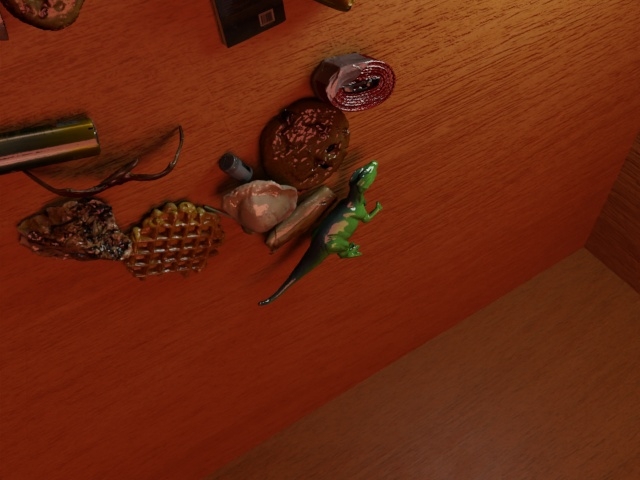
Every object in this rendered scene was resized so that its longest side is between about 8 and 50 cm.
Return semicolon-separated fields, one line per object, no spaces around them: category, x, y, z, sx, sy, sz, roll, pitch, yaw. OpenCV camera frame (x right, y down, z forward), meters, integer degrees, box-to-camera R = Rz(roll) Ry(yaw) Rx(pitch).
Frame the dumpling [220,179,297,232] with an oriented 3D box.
dumpling;-0.148;-0.104;1.558;0.179;0.131;0.252;-37;146;22

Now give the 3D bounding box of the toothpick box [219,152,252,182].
toothpick box;-0.224;-0.191;1.476;0.052;0.052;0.083;-44;146;9

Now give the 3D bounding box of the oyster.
oyster;-0.593;-0.005;1.341;0.222;0.083;0.214;-24;141;-8

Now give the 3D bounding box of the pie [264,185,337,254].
pie;-0.068;-0.062;1.744;0.282;0.068;0.128;-43;162;-4

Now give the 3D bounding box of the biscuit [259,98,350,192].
biscuit;-0.035;-0.257;1.551;0.295;0.075;0.296;-24;143;-20

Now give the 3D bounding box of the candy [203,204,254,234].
candy;-0.255;-0.069;1.604;0.202;0.061;0.061;23;114;-42

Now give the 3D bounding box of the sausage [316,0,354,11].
sausage;0.001;-0.565;1.175;0.117;0.125;0.317;-19;170;39

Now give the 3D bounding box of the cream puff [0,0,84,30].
cream puff;-0.474;-0.437;0.943;0.149;0.084;0.149;-28;146;-21

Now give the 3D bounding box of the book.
book;-0.158;-0.536;1.162;0.160;0.024;0.228;-30;144;-15

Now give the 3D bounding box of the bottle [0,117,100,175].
bottle;-0.601;-0.183;1.121;0.286;0.082;0.082;-18;141;-26

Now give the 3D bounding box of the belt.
belt;0.080;-0.411;1.438;0.200;0.124;0.128;-16;123;-20

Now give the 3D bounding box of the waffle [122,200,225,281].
waffle;-0.408;0.016;1.545;0.281;0.058;0.300;-48;144;17

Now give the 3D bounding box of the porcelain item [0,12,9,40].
porcelain item;-0.641;-0.349;0.918;0.213;0.054;0.084;-21;140;-24

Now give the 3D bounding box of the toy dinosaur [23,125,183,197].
toy dinosaur;-0.471;-0.166;1.241;0.327;0.113;0.206;-18;-177;5

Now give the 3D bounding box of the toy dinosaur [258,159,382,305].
toy dinosaur;0.000;0.000;1.740;0.500;0.144;0.374;-39;156;-20
